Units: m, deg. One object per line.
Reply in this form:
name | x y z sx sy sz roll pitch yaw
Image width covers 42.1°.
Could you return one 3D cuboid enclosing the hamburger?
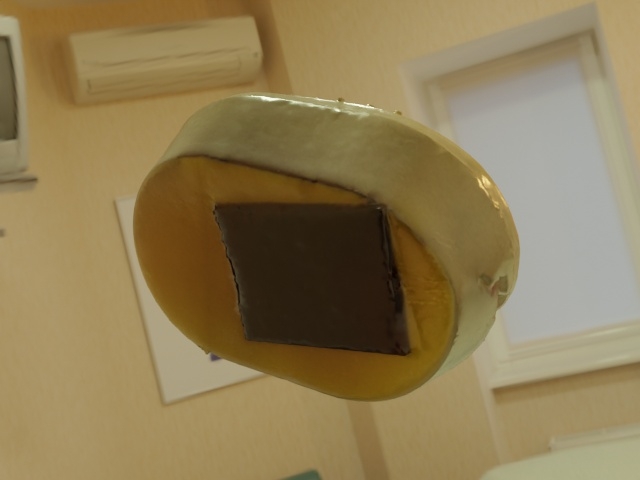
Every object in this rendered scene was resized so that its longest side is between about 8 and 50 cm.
hamburger | 0.000 0.000 0.641 0.295 0.227 0.151 18 36 25
